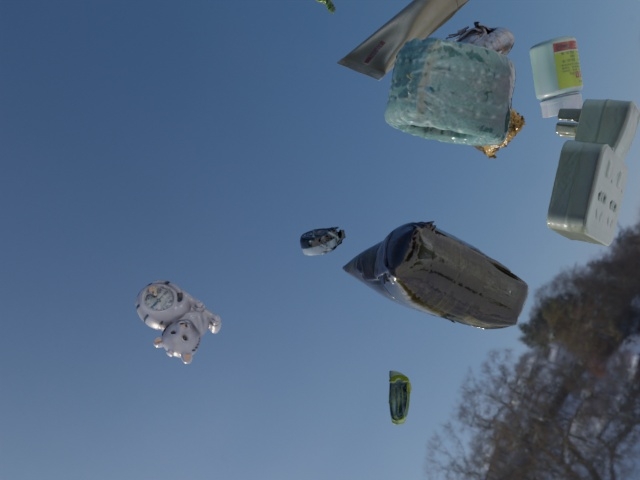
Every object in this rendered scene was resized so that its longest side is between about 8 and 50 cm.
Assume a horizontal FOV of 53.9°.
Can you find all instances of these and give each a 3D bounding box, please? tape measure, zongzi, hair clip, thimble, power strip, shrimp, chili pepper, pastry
[{"bbox_3d":[-0.002,0.001,1.431,0.094,0.091,0.054,-32,-66,-53],"label":"tape measure"},{"bbox_3d":[0.292,0.115,1.683,0.432,0.403,0.208,-26,41,68],"label":"zongzi"},{"bbox_3d":[0.205,0.408,1.625,0.188,0.060,0.033,-77,-19,-58],"label":"hair clip"},{"bbox_3d":[0.215,-0.243,1.048,0.235,0.198,0.143,4,-83,-47],"label":"thimble"},{"bbox_3d":[0.500,-0.135,1.199,0.229,0.141,0.261,11,-88,-55],"label":"power strip"},{"bbox_3d":[0.395,-0.506,1.654,0.116,0.343,0.145,41,-89,-20],"label":"shrimp"},{"bbox_3d":[0.011,-0.535,1.413,0.027,0.083,0.022,-17,-38,-38],"label":"chili pepper"},{"bbox_3d":[0.355,-0.221,1.285,0.056,0.080,0.140,-39,-10,-26],"label":"pastry"}]

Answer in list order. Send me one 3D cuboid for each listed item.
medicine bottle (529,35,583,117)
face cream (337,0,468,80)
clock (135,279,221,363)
[{"bbox_3d":[0.729,-0.501,1.937,0.139,0.139,0.226,-19,-79,-55],"label":"medicine bottle"},{"bbox_3d":[0.200,-0.475,1.408,0.341,0.137,0.084,-43,-40,-16],"label":"face cream"},{"bbox_3d":[-0.299,0.160,1.245,0.117,0.176,0.080,-50,-13,-40],"label":"clock"}]
